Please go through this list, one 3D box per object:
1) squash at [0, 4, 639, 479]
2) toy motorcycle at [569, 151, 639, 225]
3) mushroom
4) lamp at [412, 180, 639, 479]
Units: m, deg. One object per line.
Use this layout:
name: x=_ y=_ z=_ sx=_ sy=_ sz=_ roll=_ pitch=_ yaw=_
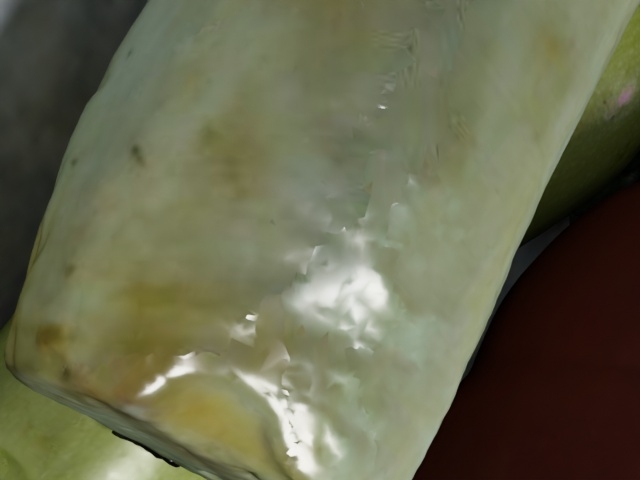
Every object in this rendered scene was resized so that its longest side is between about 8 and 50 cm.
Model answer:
squash: x=0.000 y=0.000 z=0.493 sx=0.250 sy=0.083 sz=0.083 roll=-42 pitch=145 yaw=-25
toy motorcycle: x=0.190 y=-0.045 z=0.700 sx=0.275 sy=0.127 sz=0.205 roll=14 pitch=103 yaw=-51
mushroom: x=0.034 y=-0.089 z=0.434 sx=0.100 sy=0.081 sz=0.312 roll=29 pitch=79 yaw=-16
lamp: x=0.151 y=0.112 z=0.509 sx=0.303 sy=0.257 sz=0.303 roll=-3 pitch=96 yaw=-34
